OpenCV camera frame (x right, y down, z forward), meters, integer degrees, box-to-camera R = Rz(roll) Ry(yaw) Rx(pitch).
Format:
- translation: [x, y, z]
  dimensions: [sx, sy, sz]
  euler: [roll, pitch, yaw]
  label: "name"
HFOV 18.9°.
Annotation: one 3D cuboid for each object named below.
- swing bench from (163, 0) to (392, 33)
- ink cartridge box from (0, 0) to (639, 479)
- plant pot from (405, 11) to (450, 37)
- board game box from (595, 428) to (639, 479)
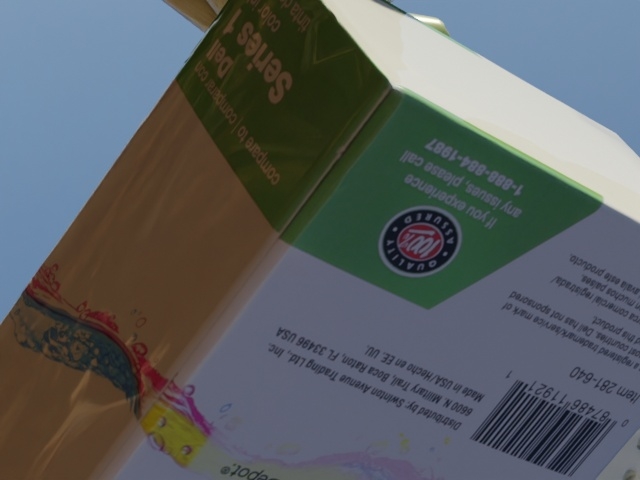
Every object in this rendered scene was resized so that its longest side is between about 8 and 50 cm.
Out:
- translation: [-0.015, -0.228, 0.877]
  dimensions: [0.253, 0.255, 0.165]
  euler: [-49, -171, -20]
  label: "swing bench"
- translation: [-0.007, 0.060, 0.728]
  dimensions: [0.278, 0.201, 0.117]
  euler: [-53, -140, 16]
  label: "ink cartridge box"
- translation: [0.072, -0.174, 1.727]
  dimensions: [0.083, 0.079, 0.083]
  euler: [9, -78, 52]
  label: "plant pot"
- translation: [0.136, 0.275, 1.261]
  dimensions: [0.390, 0.390, 0.050]
  euler: [-27, -156, -15]
  label: "board game box"
